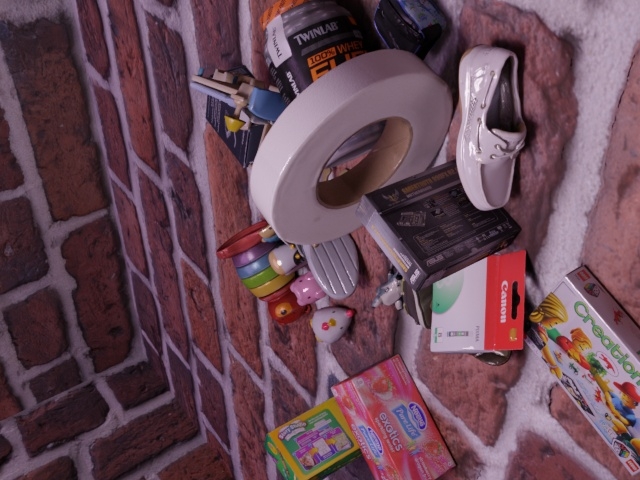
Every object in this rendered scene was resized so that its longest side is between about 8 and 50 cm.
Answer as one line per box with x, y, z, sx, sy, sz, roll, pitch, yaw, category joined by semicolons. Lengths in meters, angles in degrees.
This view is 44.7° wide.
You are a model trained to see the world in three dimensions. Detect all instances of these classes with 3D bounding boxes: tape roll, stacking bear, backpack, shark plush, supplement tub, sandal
0.057;-0.151;1.350;0.072;0.391;0.392;51;150;26;tape roll
-0.140;0.103;2.176;0.289;0.175;0.164;60;-173;-11;stacking bear
0.152;-0.370;1.337;0.114;0.084;0.105;54;151;12;backpack
0.154;0.096;1.749;0.161;0.073;0.067;97;170;-53;shark plush
0.013;-0.315;1.514;0.316;0.193;0.193;65;153;1;supplement tub
0.298;0.177;1.542;0.219;0.060;0.090;30;97;43;sandal

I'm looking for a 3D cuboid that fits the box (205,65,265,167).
-0.195;-0.316;1.984;0.207;0.108;0.153;52;150;24;box

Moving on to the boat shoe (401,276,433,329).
0.200;0.081;1.616;0.068;0.081;0.228;27;137;45;boat shoe

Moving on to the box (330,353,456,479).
0.174;0.449;1.885;0.300;0.154;0.142;64;153;8;box

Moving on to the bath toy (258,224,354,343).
-0.029;0.102;2.006;0.129;0.151;0.348;-33;86;40;bath toy

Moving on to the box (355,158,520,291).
0.204;-0.033;1.353;0.183;0.231;0.056;53;147;23;box

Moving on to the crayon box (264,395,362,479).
0.008;0.543;2.119;0.165;0.278;0.081;50;149;28;crayon box

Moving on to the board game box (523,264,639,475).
0.469;0.213;1.267;0.305;0.053;0.193;54;150;23;board game box

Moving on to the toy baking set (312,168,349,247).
-0.020;-0.112;1.818;0.256;0.030;0.197;43;107;31;toy baking set

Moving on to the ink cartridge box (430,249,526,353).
0.285;0.115;1.436;0.224;0.056;0.181;158;119;-65;ink cartridge box

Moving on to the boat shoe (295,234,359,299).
0.000;0.000;1.903;0.119;0.121;0.335;109;142;-63;boat shoe

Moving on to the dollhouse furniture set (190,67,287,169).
-0.185;-0.253;1.688;0.286;0.303;0.198;24;104;32;dollhouse furniture set

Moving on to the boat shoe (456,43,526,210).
0.281;-0.171;1.249;0.096;0.098;0.277;25;131;53;boat shoe
